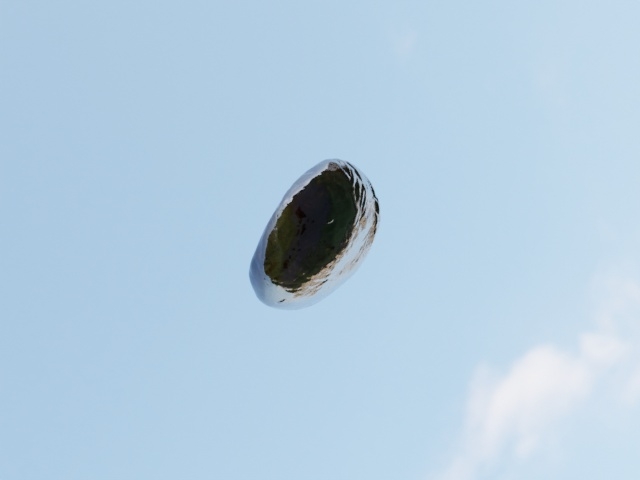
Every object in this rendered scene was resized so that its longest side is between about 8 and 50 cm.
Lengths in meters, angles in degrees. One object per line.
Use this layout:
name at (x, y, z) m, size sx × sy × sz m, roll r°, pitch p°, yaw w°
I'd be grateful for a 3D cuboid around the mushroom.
mushroom at (0.000, 0.000, 0.823) m, size 0.123 × 0.052 × 0.123 m, roll -39°, pitch -31°, yaw -30°
